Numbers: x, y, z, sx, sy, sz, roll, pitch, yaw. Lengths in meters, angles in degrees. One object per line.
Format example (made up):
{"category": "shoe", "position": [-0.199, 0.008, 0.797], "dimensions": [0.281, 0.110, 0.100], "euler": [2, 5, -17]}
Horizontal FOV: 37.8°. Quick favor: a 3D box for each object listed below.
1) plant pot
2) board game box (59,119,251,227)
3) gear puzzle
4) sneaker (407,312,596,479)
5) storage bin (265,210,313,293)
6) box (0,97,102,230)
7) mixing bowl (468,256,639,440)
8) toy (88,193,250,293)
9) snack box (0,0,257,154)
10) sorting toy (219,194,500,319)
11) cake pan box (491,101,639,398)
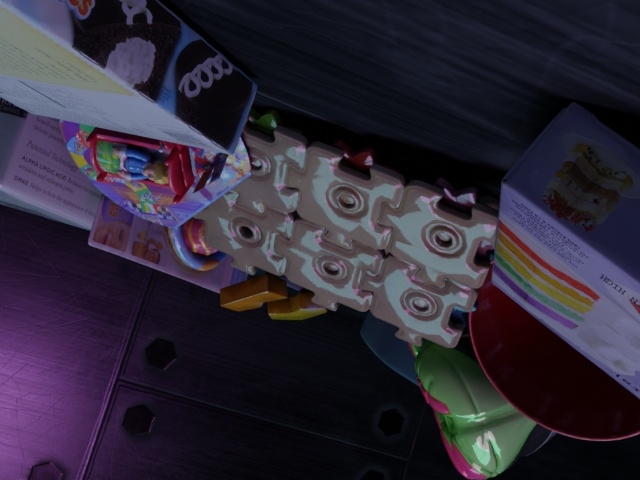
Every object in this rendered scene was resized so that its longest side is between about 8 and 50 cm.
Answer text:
{"category": "plant pot", "position": [0.185, 0.149, 1.485], "dimensions": [0.166, 0.165, 0.234], "euler": [23, 178, -37]}
{"category": "board game box", "position": [-0.140, -0.064, 0.738], "dimensions": [0.133, 0.033, 0.169], "euler": [43, 135, -18]}
{"category": "gear puzzle", "position": [-0.021, -0.032, 0.768], "dimensions": [0.339, 0.044, 0.175], "euler": [23, 137, 10]}
{"category": "sneaker", "position": [0.210, 0.127, 1.059], "dimensions": [0.202, 0.185, 0.483], "euler": [-22, -171, 4]}
{"category": "storage bin", "position": [0.000, 0.000, 0.963], "dimensions": [0.098, 0.091, 0.135], "euler": [-17, 155, 27]}
{"category": "box", "position": [-0.281, -0.095, 0.858], "dimensions": [0.181, 0.119, 0.182], "euler": [14, 172, 25]}
{"category": "mixing bowl", "position": [0.226, 0.063, 0.781], "dimensions": [0.182, 0.181, 0.098], "euler": [14, -152, 29]}
{"category": "toy", "position": [-0.114, -0.030, 0.911], "dimensions": [0.056, 0.136, 0.237], "euler": [4, 167, 35]}
{"category": "snack box", "position": [-0.192, -0.140, 0.535], "dimensions": [0.187, 0.060, 0.322], "euler": [14, 172, 26]}
{"category": "sorting toy", "position": [0.069, 0.044, 0.908], "dimensions": [0.307, 0.041, 0.229], "euler": [-18, 155, 30]}
{"category": "cake pan box", "position": [0.228, 0.057, 0.572], "dimensions": [0.267, 0.070, 0.246], "euler": [40, 176, 15]}
